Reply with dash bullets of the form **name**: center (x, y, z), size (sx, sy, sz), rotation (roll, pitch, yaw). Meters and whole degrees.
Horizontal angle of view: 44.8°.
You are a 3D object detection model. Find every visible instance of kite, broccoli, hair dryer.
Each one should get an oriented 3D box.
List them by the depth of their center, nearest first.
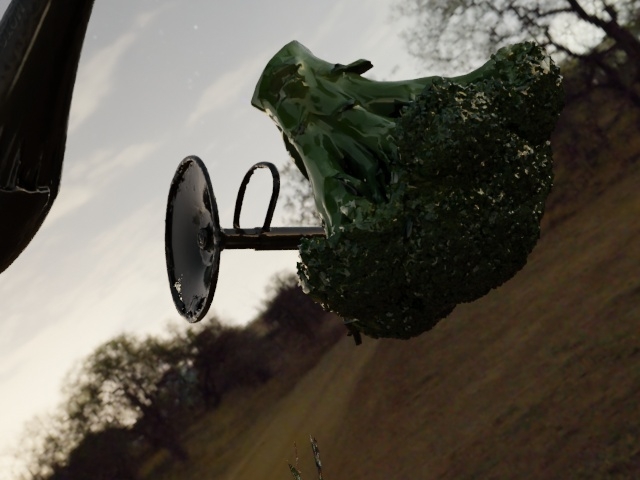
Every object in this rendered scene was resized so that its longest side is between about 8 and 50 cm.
- **broccoli**: center (0.060, -0.067, 0.625), size (0.269, 0.269, 0.254), rotation (-38, -15, -4)
- **hair dryer**: center (-0.325, -0.160, 0.684), size (0.120, 0.359, 0.303), rotation (0, -59, -49)
- **kite**: center (0.007, 0.378, 1.146), size (0.006, 0.198, 0.244), rotation (-31, 25, 10)

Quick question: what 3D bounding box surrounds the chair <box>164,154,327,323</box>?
- **chair**: center (0.000, 0.000, 1.110), size (0.401, 0.226, 0.226), rotation (1, -24, -27)
